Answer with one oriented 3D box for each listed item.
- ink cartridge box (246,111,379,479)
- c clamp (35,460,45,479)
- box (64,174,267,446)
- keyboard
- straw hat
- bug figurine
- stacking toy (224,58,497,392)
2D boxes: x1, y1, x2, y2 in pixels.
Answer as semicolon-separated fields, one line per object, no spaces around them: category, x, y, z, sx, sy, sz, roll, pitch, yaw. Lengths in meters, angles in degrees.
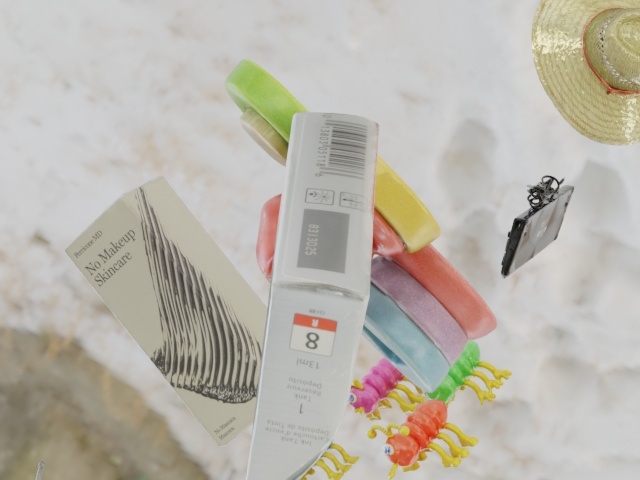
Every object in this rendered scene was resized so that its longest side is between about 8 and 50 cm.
ink cartridge box;-0.006;0.055;0.761;0.045;0.145;0.179;5;122;0
c clamp;-0.247;0.323;1.827;0.160;0.022;0.137;27;118;6
box;-0.139;0.075;1.855;0.113;0.094;0.275;-42;86;30
keyboard;0.227;-0.027;1.868;0.038;0.192;0.100;23;110;17
straw hat;0.231;-0.141;1.280;0.144;0.144;0.061;37;164;-19
bug figurine;0.069;0.186;1.845;0.279;0.216;0.072;-18;110;50
stacking toy;0.000;0.000;1.514;0.279;0.130;0.309;42;173;38
